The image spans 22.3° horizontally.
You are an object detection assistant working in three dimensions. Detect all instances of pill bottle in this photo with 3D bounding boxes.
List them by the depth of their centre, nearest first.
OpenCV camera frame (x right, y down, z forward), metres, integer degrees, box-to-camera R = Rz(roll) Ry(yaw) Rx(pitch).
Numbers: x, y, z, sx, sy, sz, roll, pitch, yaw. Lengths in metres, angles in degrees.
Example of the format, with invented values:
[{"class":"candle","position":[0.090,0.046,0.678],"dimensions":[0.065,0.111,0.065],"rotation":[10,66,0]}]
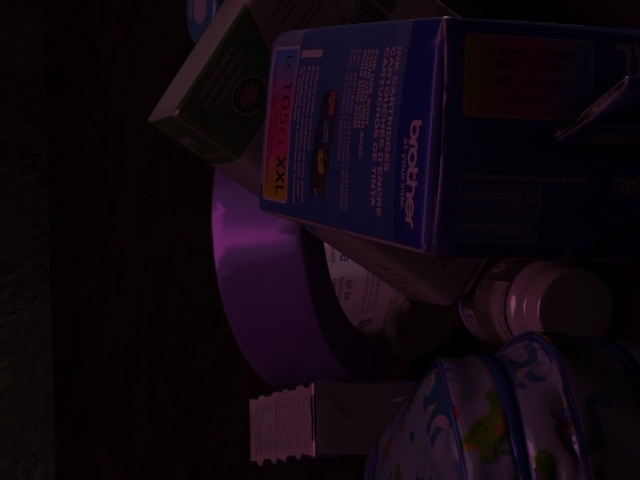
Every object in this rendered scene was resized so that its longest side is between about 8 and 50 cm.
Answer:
[{"class":"pill bottle","position":[0.170,0.050,1.280],"dimensions":[0.137,0.078,0.078],"rotation":[-174,89,-70]}]

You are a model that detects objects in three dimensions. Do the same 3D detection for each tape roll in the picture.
[{"class":"tape roll","position":[0.000,0.000,1.510],"dimensions":[0.275,0.090,0.274],"rotation":[-6,-90,-65]}]

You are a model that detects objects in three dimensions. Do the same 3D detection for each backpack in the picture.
[{"class":"backpack","position":[0.144,0.214,1.116],"dimensions":[0.355,0.273,0.290],"rotation":[-44,36,44]}]

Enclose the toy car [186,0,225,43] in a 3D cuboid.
[{"class":"toy car","position":[-0.029,-0.297,1.497],"dimensions":[0.238,0.219,0.210],"rotation":[56,140,46]}]

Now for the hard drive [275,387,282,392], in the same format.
[{"class":"hard drive","position":[-0.020,0.139,1.877],"dimensions":[0.135,0.022,0.094],"rotation":[163,111,-69]}]

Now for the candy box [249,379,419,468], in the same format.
[{"class":"candy box","position":[0.039,0.171,1.485],"dimensions":[0.196,0.165,0.070],"rotation":[151,120,-69]}]

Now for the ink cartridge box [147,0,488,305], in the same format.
[{"class":"ink cartridge box","position":[0.034,-0.103,1.325],"dimensions":[0.201,0.278,0.117],"rotation":[-58,15,-9]}]

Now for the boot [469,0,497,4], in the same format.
[{"class":"boot","position":[0.160,-0.247,1.412],"dimensions":[0.198,0.077,0.137],"rotation":[-91,11,-57]}]

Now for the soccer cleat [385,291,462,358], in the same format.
[{"class":"soccer cleat","position":[0.110,0.017,1.487],"dimensions":[0.076,0.068,0.196],"rotation":[-114,41,-62]}]

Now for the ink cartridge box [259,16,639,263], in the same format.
[{"class":"ink cartridge box","position":[0.146,-0.067,1.087],"dimensions":[0.395,0.270,0.151],"rotation":[-159,72,-70]}]
